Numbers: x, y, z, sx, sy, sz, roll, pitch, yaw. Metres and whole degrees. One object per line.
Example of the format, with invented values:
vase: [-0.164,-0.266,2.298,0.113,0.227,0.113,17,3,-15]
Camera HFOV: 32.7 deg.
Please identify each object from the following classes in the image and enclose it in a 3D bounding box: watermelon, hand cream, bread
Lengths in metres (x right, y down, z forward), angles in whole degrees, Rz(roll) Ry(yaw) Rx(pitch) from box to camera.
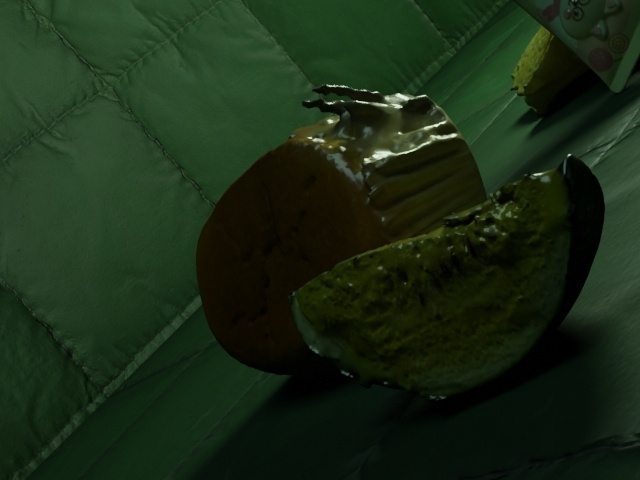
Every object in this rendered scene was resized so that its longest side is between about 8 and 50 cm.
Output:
watermelon: [0.098,0.036,0.797,0.301,0.129,0.123,-26,19,45]
hand cream: [0.296,-0.310,1.321,0.093,0.306,0.147,-2,-55,-34]
bread: [0.007,0.011,1.111,0.183,0.236,0.388,-27,-10,-33]
bread: [0.355,-0.363,1.440,0.362,0.245,0.233,-35,10,16]
